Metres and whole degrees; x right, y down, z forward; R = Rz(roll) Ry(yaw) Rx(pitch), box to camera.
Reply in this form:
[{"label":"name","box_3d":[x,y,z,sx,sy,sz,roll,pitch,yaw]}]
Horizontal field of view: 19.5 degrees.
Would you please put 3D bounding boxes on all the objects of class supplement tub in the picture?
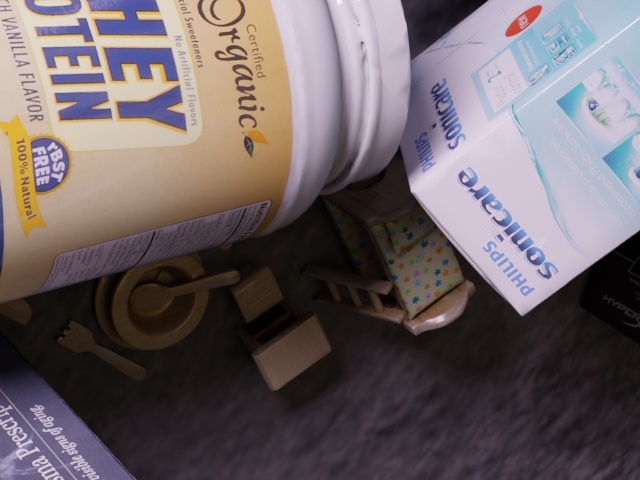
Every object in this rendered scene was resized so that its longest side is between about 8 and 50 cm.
[{"label":"supplement tub","box_3d":[-0.128,-0.094,1.103,0.316,0.228,0.228,-16,119,-27]}]

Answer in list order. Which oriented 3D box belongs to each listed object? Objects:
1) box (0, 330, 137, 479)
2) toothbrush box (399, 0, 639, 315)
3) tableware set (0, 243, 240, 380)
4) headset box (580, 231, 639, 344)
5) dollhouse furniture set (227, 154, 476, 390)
[{"label":"box","box_3d":[-0.261,0.233,1.095,0.312,0.343,0.179,-25,124,-22]},{"label":"toothbrush box","box_3d":[0.199,-0.117,1.244,0.295,0.216,0.126,-38,111,14]},{"label":"tableware set","box_3d":[-0.147,0.018,1.262,0.194,0.039,0.128,32,92,-38]},{"label":"headset box","box_3d":[0.368,-0.046,1.519,0.218,0.110,0.293,10,105,-35]},{"label":"dollhouse furniture set","box_3d":[0.000,0.000,1.309,0.161,0.101,0.182,-36,126,-14]}]
